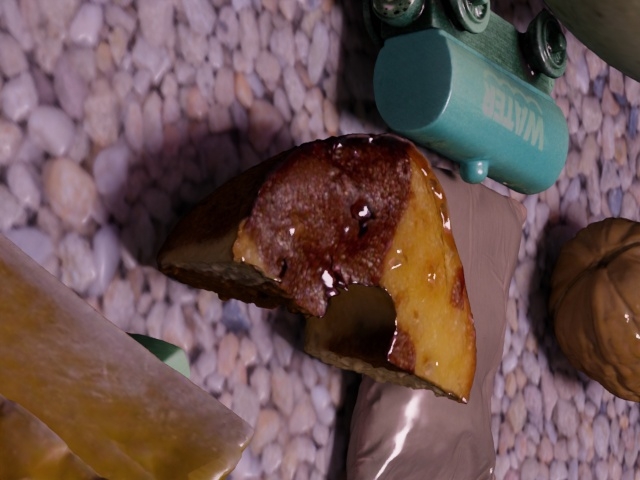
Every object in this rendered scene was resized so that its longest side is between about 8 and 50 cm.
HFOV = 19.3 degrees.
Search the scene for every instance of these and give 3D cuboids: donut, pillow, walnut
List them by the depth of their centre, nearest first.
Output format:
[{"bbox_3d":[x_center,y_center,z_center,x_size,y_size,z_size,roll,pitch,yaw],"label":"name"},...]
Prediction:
[{"bbox_3d":[0.000,0.000,1.280,0.295,0.112,0.151,34,58,-52],"label":"donut"},{"bbox_3d":[0.093,0.076,1.453,0.173,0.067,0.270,23,70,-48],"label":"pillow"},{"bbox_3d":[0.284,0.066,1.667,0.184,0.155,0.155,49,50,-46],"label":"walnut"}]

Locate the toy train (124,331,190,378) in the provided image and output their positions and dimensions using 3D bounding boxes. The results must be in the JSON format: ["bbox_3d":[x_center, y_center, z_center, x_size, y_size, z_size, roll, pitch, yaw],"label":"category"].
[{"bbox_3d":[-0.161,0.185,1.020,0.301,0.120,0.202,-36,116,-51],"label":"toy train"}]

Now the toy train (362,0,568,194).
[{"bbox_3d":[0.116,-0.120,1.452,0.248,0.101,0.159,22,62,-55],"label":"toy train"}]

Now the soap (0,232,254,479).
[{"bbox_3d":[-0.201,0.090,0.831,0.259,0.281,0.143,-47,170,-46],"label":"soap"}]

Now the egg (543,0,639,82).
[{"bbox_3d":[0.306,-0.290,1.451,0.428,0.345,0.345,52,48,-45],"label":"egg"}]
